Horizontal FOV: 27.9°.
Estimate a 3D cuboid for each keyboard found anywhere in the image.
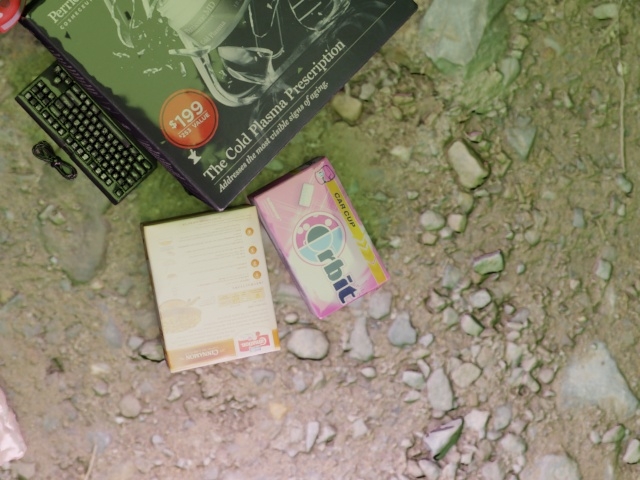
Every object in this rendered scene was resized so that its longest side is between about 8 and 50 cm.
[{"bbox_3d":[-0.297,-0.125,1.590,0.108,0.023,0.180,-43,101,-6],"label":"keyboard"}]

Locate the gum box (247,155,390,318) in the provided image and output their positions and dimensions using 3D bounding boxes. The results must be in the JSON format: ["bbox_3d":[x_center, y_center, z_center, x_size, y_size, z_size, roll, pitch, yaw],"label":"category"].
[{"bbox_3d":[0.000,0.000,1.643,0.107,0.062,0.188,-30,100,-8],"label":"gum box"}]

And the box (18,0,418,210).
[{"bbox_3d":[-0.125,-0.268,1.520,0.343,0.179,0.312,-47,108,-5],"label":"box"}]

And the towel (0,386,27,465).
[{"bbox_3d":[-0.555,0.174,1.520,0.317,0.053,0.332,-24,110,-10],"label":"towel"}]

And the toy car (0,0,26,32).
[{"bbox_3d":[-0.394,-0.303,1.496,0.053,0.239,0.225,37,51,-37],"label":"toy car"}]

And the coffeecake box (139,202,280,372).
[{"bbox_3d":[-0.139,0.058,1.615,0.142,0.068,0.186,-11,96,-11],"label":"coffeecake box"}]
